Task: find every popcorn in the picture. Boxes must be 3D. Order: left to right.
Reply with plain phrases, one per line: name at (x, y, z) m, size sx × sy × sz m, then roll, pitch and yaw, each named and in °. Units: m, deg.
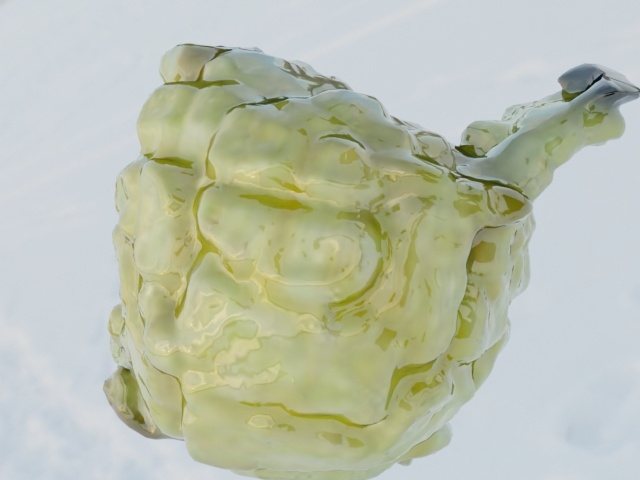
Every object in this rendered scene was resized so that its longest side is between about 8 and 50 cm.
popcorn at (-0.002, 0.009, 0.789) m, size 0.293 × 0.237 × 0.293 m, roll 4°, pitch 22°, yaw -2°
